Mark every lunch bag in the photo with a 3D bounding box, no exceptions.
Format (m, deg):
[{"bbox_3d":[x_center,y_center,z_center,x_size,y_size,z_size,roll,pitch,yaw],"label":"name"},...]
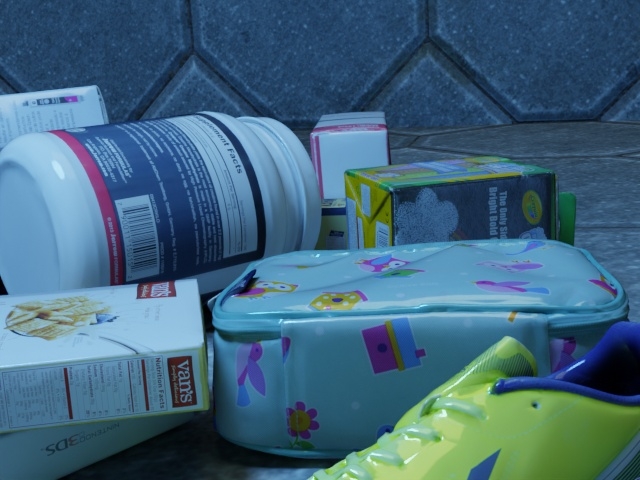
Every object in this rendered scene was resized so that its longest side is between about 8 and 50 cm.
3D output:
[{"bbox_3d":[0.062,0.062,0.651,0.279,0.108,0.224,-2,13,7],"label":"lunch bag"}]

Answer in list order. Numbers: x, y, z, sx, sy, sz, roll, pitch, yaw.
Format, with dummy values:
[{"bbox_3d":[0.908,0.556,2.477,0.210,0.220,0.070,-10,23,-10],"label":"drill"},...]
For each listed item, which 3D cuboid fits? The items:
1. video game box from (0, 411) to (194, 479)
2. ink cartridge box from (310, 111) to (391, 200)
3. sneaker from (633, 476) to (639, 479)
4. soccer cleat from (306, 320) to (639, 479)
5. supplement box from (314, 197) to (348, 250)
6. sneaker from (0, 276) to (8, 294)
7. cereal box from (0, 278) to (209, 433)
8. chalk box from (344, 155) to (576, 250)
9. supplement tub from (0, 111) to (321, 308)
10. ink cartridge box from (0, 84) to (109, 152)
[{"bbox_3d":[-0.223,0.115,0.628,0.187,0.048,0.205,11,19,40],"label":"video game box"},{"bbox_3d":[0.042,-0.068,1.127,0.092,0.159,0.218,-4,13,2],"label":"ink cartridge box"},{"bbox_3d":[0.090,0.116,0.236,0.295,0.124,0.178,-13,-27,-41],"label":"sneaker"},{"bbox_3d":[0.055,0.106,0.422,0.289,0.121,0.093,-11,15,-30],"label":"soccer cleat"},{"bbox_3d":[0.000,0.000,1.001,0.083,0.083,0.056,-1,12,7],"label":"supplement box"},{"bbox_3d":[-0.290,0.027,1.025,0.223,0.083,0.098,-12,34,-15],"label":"sneaker"},{"bbox_3d":[-0.192,0.072,0.589,0.240,0.047,0.173,-6,11,-9],"label":"cereal box"},{"bbox_3d":[0.144,-0.007,0.894,0.213,0.132,0.132,-6,13,-17],"label":"chalk box"},{"bbox_3d":[-0.155,-0.021,0.887,0.272,0.191,0.191,-13,16,-39],"label":"supplement tub"},{"bbox_3d":[-0.407,-0.048,0.999,0.330,0.071,0.324,-8,-18,-21],"label":"ink cartridge box"}]
